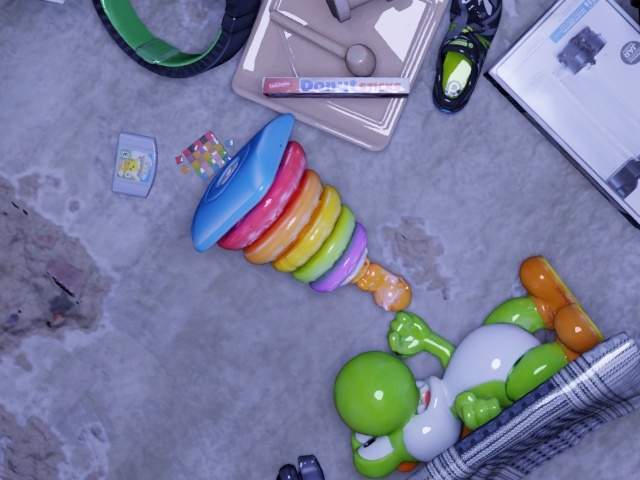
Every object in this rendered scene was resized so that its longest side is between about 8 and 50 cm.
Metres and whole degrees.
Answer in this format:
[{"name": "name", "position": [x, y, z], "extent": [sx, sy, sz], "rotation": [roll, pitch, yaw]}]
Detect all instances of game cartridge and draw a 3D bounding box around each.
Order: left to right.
[{"name": "game cartridge", "position": [-0.249, -0.102, 1.205], "extent": [0.056, 0.017, 0.083], "rotation": [10, 99, 0]}]

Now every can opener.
[{"name": "can opener", "position": [-0.022, 0.393, 1.235], "extent": [0.073, 0.059, 0.186], "rotation": [-9, 97, 6]}]

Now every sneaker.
[{"name": "sneaker", "position": [0.185, -0.250, 1.111], "extent": [0.067, 0.078, 0.188], "rotation": [15, 99, 3]}]

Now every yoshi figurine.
[{"name": "yoshi figurine", "position": [0.164, 0.165, 1.130], "extent": [0.362, 0.203, 0.203], "rotation": [-37, 78, 12]}]

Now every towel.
[{"name": "towel", "position": [0.265, 0.238, 1.071], "extent": [0.312, 0.324, 0.056], "rotation": [-37, 64, 9]}]

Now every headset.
[{"name": "headset", "position": [-0.182, -0.368, 1.020], "extent": [0.243, 0.185, 0.394], "rotation": [31, 129, 18]}]

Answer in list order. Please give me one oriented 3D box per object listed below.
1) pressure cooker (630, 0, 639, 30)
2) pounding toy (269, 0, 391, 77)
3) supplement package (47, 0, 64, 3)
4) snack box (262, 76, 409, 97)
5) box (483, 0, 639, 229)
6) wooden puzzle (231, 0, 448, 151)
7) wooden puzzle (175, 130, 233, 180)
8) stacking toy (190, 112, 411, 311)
[{"name": "pressure cooker", "position": [0.508, -0.359, 0.922], "extent": [0.369, 0.375, 0.421], "rotation": [-2, 96, 11]}, {"name": "pounding toy", "position": [-0.003, -0.323, 1.042], "extent": [0.154, 0.154, 0.270], "rotation": [-23, 89, 3]}, {"name": "supplement package", "position": [-0.433, -0.401, 1.025], "extent": [0.262, 0.198, 0.199], "rotation": [20, 103, 41]}, {"name": "snack box", "position": [0.020, -0.188, 1.096], "extent": [0.178, 0.064, 0.022], "rotation": [1, 94, 4]}, {"name": "box", "position": [0.364, -0.166, 1.103], "extent": [0.169, 0.087, 0.290], "rotation": [-44, 93, 10]}, {"name": "wooden puzzle", "position": [0.026, -0.261, 1.146], "extent": [0.220, 0.044, 0.239], "rotation": [23, 95, 2]}, {"name": "wooden puzzle", "position": [-0.153, -0.113, 1.198], "extent": [0.083, 0.006, 0.049], "rotation": [-36, 94, 9]}, {"name": "stacking toy", "position": [0.000, 0.000, 1.144], "extent": [0.302, 0.175, 0.165], "rotation": [36, 129, -18]}]
